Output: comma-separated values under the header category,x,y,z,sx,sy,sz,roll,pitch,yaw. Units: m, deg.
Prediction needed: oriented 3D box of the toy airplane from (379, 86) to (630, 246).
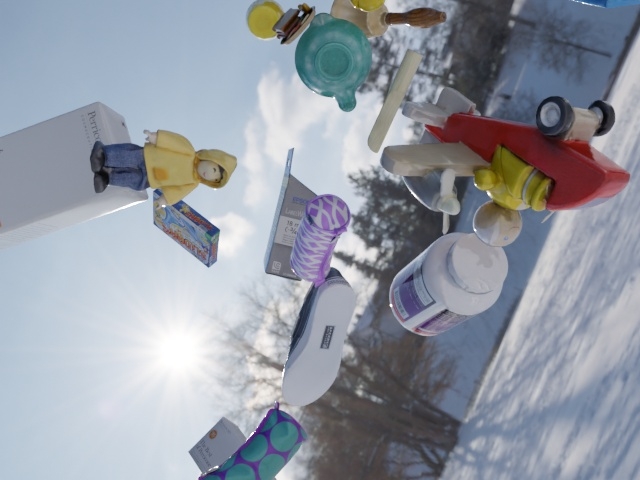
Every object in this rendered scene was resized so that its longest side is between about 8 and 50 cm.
category,x,y,z,sx,sy,sz,roll,pitch,yaw
toy airplane,0.305,-0.127,1.238,0.384,0.386,0.273,-56,-29,-75

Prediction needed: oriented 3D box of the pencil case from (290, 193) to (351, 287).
category,x,y,z,sx,sy,sz,roll,pitch,yaw
pencil case,0.000,0.000,1.264,0.086,0.088,0.206,-30,-19,-24

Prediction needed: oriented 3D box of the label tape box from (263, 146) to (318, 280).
category,x,y,z,sx,sy,sz,roll,pitch,yaw
label tape box,-0.069,-0.076,1.893,0.240,0.105,0.334,-132,56,-81

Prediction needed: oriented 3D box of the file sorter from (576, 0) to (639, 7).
category,x,y,z,sx,sy,sz,roll,pitch,yaw
file sorter,0.445,-0.428,1.070,0.170,0.118,0.105,-121,23,-59

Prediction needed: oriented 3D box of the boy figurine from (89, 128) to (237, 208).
category,x,y,z,sx,sy,sz,roll,pitch,yaw
boy figurine,-0.314,-0.141,1.420,0.092,0.285,0.177,-99,13,-57

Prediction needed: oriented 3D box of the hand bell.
category,x,y,z,sx,sy,sz,roll,pitch,yaw
hand bell,0.147,-0.437,1.371,0.126,0.242,0.126,-16,-67,-42

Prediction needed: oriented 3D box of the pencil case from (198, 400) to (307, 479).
category,x,y,z,sx,sy,sz,roll,pitch,yaw
pencil case,-0.090,0.288,0.909,0.151,0.070,0.064,-42,8,-20

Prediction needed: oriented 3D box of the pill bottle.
category,x,y,z,sx,sy,sz,roll,pitch,yaw
pill bottle,0.285,0.095,1.546,0.182,0.181,0.323,-61,3,-24

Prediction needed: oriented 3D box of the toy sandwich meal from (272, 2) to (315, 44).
category,x,y,z,sx,sy,sz,roll,pitch,yaw
toy sandwich meal,-0.041,-0.334,1.061,0.085,0.029,0.086,-41,23,22

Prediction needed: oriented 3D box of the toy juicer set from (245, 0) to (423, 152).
category,x,y,z,sx,sy,sz,roll,pitch,yaw
toy juicer set,0.049,-0.336,1.189,0.209,0.329,0.089,-44,16,15

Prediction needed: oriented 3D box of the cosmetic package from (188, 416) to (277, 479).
category,x,y,z,sx,sy,sz,roll,pitch,yaw
cosmetic package,-0.144,0.443,1.278,0.099,0.239,0.060,-44,-42,-8

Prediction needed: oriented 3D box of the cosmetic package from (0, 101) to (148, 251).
category,x,y,z,sx,sy,sz,roll,pitch,yaw
cosmetic package,-0.681,-0.143,1.692,0.161,0.453,0.230,36,-145,-82

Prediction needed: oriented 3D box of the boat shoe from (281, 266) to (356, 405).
category,x,y,z,sx,sy,sz,roll,pitch,yaw
boat shoe,-0.013,0.195,1.418,0.102,0.108,0.301,-118,40,-61

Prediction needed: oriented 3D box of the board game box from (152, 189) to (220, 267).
category,x,y,z,sx,sy,sz,roll,pitch,yaw
board game box,-0.342,-0.035,1.764,0.035,0.201,0.136,-43,-19,-34
